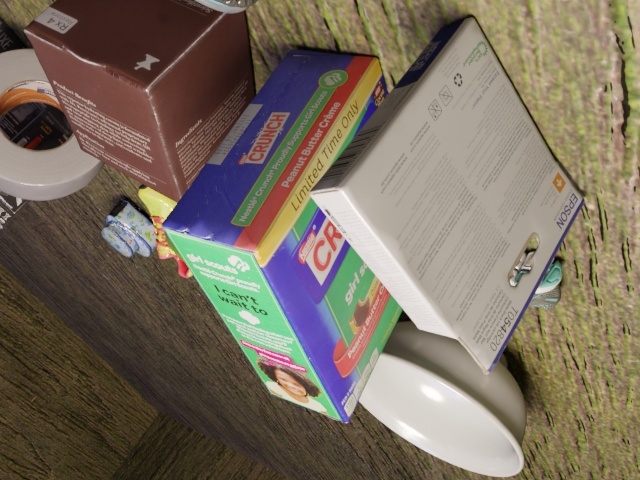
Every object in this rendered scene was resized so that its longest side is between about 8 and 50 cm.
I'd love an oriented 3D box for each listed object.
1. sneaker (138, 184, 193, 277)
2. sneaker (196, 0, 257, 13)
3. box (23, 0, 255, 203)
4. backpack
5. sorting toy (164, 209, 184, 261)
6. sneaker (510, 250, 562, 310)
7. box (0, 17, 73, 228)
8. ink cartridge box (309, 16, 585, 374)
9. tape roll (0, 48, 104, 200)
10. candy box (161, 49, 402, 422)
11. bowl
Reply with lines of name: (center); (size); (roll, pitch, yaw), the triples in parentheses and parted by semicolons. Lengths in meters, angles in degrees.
sneaker: (-0.269, -0.013, 1.272); (0.081, 0.094, 0.208); (7, 141, 47)
sneaker: (-0.157, -0.306, 0.681); (0.262, 0.104, 0.125); (39, 172, 4)
box: (-0.191, -0.186, 0.807); (0.168, 0.167, 0.203); (29, 153, 16)
backpack: (-0.384, -0.014, 1.421); (0.114, 0.084, 0.105); (39, 156, -11)
sorting toy: (-0.138, -0.061, 0.921); (0.365, 0.127, 0.126); (58, 139, 30)
sneaker: (0.210, 0.048, 0.836); (0.166, 0.065, 0.076); (14, 150, 40)
box: (-0.545, -0.209, 1.115); (0.077, 0.242, 0.307); (2, 139, 49)
ink cartridge box: (0.124, -0.038, 0.611); (0.045, 0.223, 0.224); (-4, 132, 53)
tape roll: (-0.426, -0.174, 1.054); (0.219, 0.219, 0.072); (39, 153, -6)
candy box: (0.000, 0.000, 0.770); (0.122, 0.268, 0.317); (11, 145, 30)
bowl: (0.188, 0.211, 1.047); (0.298, 0.134, 0.298); (29, 154, 16)
